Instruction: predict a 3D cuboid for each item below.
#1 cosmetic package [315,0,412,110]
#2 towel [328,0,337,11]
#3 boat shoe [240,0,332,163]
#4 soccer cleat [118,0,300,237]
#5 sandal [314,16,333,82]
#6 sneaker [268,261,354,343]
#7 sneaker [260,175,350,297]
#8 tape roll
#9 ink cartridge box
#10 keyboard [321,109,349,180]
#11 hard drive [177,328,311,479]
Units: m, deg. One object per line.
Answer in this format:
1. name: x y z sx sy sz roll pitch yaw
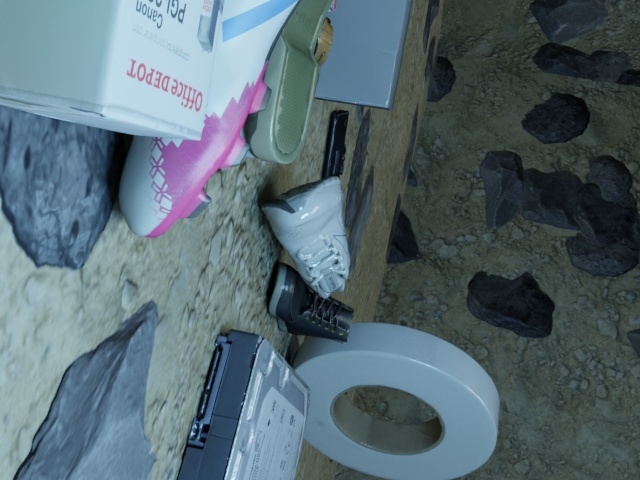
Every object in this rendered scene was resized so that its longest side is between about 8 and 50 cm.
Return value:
1. cosmetic package: 0.066 -0.318 1.274 0.107 0.127 0.237 -38 140 -77
2. towel: 0.001 -0.384 1.117 0.197 0.029 0.144 -32 130 -78
3. boat shoe: -0.049 -0.222 0.758 0.113 0.103 0.302 31 71 -67
4. soccer cleat: -0.089 -0.167 0.634 0.331 0.143 0.116 -60 -156 1
5. sandal: -0.012 -0.247 1.088 0.219 0.060 0.089 67 34 -74
6. sneaker: -0.009 0.097 1.326 0.222 0.118 0.083 75 28 -70
7. sneaker: 0.000 0.000 1.168 0.297 0.111 0.129 53 17 -75
8. tape roll: 0.123 0.298 1.535 0.392 0.392 0.072 92 14 -45
9. ink cartridge box: -0.112 -0.172 0.477 0.158 0.092 0.217 -11 114 -80
10. keyboard: 0.023 -0.145 1.547 0.108 0.023 0.180 -35 136 -68
11. hard drive: -0.090 0.272 1.134 0.339 0.064 0.236 64 37 -65
